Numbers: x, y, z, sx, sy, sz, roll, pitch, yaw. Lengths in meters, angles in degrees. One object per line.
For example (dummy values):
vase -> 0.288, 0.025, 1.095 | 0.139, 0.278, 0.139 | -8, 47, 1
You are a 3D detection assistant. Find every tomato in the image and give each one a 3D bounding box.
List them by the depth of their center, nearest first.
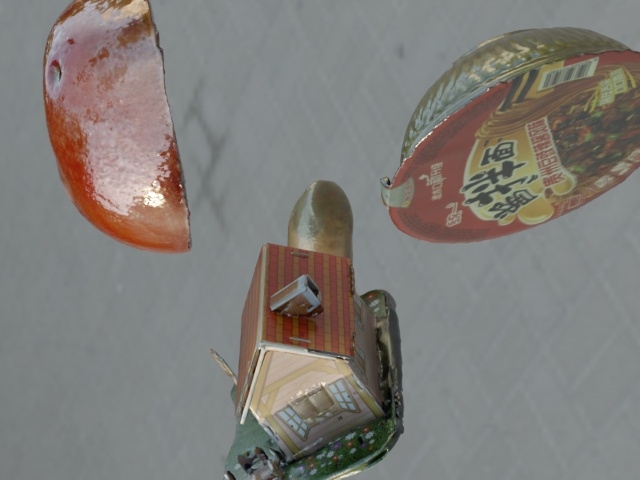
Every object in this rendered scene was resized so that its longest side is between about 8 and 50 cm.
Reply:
tomato -> -0.236, -0.142, 1.729 | 0.338, 0.144, 0.338 | 172, 90, -84

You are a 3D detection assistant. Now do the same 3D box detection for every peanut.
peanut -> 0.000, 0.000, 1.743 | 0.076, 0.076, 0.152 | 45, 141, 51

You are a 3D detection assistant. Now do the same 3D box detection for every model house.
model house -> -0.042, 0.117, 1.513 | 0.207, 0.154, 0.294 | -29, 24, 15

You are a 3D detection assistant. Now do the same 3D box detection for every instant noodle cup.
instant noodle cup -> 0.167, -0.106, 1.288 | 0.274, 0.274, 0.090 | -53, 50, 47
